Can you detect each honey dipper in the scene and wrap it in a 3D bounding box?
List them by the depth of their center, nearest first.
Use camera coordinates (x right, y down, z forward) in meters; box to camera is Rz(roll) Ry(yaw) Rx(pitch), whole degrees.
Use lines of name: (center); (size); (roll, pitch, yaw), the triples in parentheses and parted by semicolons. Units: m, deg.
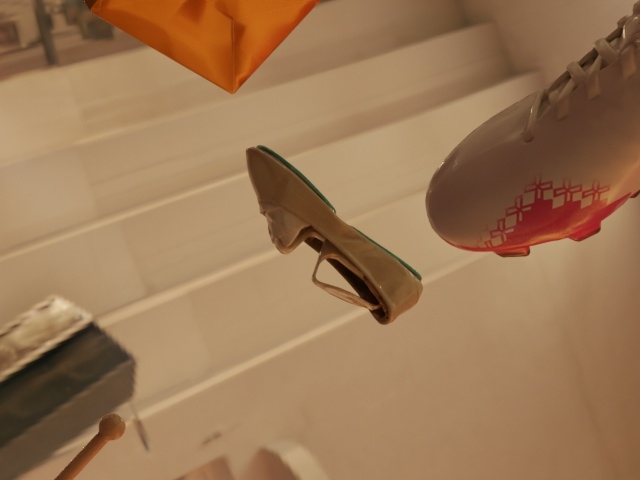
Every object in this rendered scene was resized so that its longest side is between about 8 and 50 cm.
honey dipper: (-0.189, 0.176, 0.823); (0.030, 0.160, 0.030); (41, -7, 6)

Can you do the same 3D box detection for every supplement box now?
supplement box: (-0.138, -0.275, 1.165); (0.129, 0.191, 0.194); (-45, -130, 16)

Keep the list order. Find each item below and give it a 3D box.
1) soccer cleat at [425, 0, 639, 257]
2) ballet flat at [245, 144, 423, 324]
soccer cleat: (0.209, -0.107, 0.785); (0.116, 0.331, 0.143); (-109, 174, -46)
ballet flat: (0.000, 0.000, 1.333); (0.248, 0.086, 0.086); (39, -42, -1)
